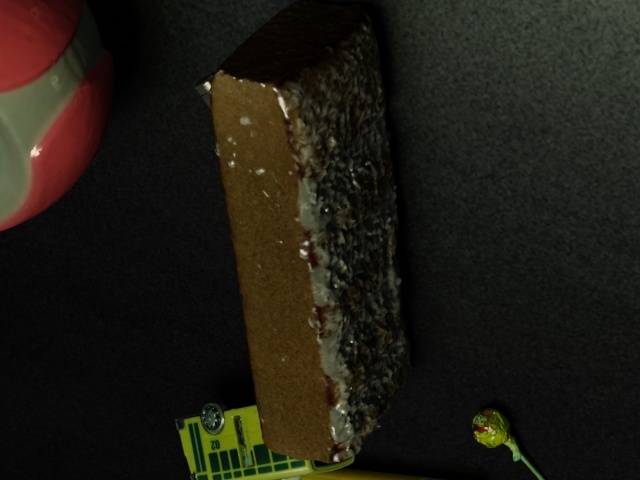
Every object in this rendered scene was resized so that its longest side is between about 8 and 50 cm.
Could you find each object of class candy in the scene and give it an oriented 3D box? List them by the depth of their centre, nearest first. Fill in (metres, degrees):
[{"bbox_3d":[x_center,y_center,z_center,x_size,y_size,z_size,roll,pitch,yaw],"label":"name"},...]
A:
[{"bbox_3d":[0.192,0.210,1.553,0.035,0.035,0.123,-30,117,29],"label":"candy"}]

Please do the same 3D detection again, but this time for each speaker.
[{"bbox_3d":[-0.323,-0.144,1.400,0.294,0.294,0.294,15,131,19],"label":"speaker"}]

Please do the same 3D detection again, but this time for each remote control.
[{"bbox_3d":[-0.082,-0.111,1.461,0.034,0.016,0.091,-24,110,45],"label":"remote control"}]

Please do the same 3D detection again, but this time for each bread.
[{"bbox_3d":[0.000,0.000,1.400,0.113,0.165,0.417,11,130,24],"label":"bread"}]

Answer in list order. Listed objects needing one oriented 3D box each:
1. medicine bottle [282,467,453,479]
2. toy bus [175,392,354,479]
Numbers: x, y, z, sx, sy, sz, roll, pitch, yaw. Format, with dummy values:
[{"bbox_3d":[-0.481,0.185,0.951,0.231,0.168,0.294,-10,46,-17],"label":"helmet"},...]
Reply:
[{"bbox_3d":[0.064,0.271,1.641,0.218,0.074,0.074,2,125,26],"label":"medicine bottle"},{"bbox_3d":[-0.058,0.204,1.622,0.175,0.088,0.101,-16,83,38],"label":"toy bus"}]
